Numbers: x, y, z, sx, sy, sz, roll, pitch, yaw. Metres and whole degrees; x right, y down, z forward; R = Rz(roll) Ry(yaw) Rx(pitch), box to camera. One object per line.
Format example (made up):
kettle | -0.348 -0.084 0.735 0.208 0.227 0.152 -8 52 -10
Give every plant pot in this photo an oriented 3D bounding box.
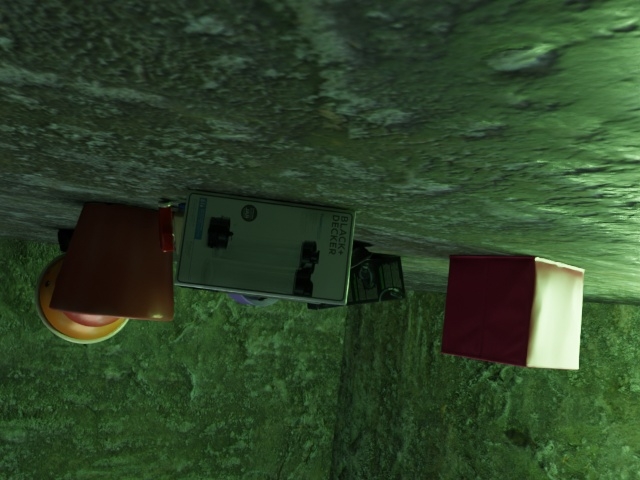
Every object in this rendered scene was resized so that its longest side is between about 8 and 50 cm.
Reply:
plant pot | -0.455 0.050 1.374 0.275 0.243 0.275 7 173 1

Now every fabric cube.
fabric cube | 0.489 0.181 1.540 0.254 0.258 0.259 10 173 -39

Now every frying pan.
frying pan | -0.007 0.076 1.599 0.326 0.053 0.197 -18 -173 42

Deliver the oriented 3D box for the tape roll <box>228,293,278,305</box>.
tape roll | -0.179 0.088 1.687 0.189 0.189 0.080 11 173 -39

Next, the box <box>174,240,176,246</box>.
box | -0.435 0.009 1.705 0.116 0.029 0.162 6 175 3

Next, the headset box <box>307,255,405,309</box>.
headset box | 0.085 0.132 1.834 0.283 0.131 0.246 -6 175 -10

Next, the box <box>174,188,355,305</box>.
box | -0.092 0.015 1.043 0.290 0.169 0.087 8 171 -5

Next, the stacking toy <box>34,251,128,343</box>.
stacking toy | -0.744 0.145 2.051 0.351 0.350 0.480 10 157 -33

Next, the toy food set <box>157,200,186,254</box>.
toy food set | -0.263 -0.040 1.190 0.111 0.104 0.232 -5 -164 -20

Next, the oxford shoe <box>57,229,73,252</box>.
oxford shoe | -0.929 -0.002 2.252 0.096 0.082 0.227 -11 -178 -23
